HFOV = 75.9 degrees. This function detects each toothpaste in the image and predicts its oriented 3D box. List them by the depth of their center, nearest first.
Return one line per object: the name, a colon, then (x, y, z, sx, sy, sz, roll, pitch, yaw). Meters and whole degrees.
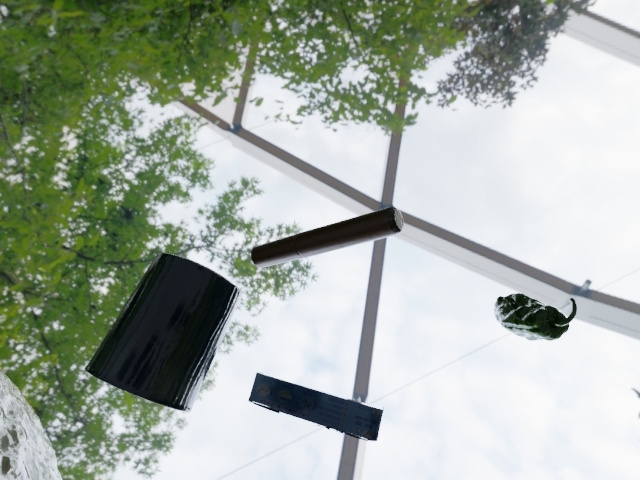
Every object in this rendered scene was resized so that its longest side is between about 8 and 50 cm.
toothpaste: (-0.010, 0.335, 0.834, 0.271, 0.053, 0.066, 11, -107, 16)

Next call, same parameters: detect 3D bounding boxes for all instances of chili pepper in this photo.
chili pepper: (0.414, 0.149, 0.827, 0.100, 0.257, 0.074, -26, -87, 1)

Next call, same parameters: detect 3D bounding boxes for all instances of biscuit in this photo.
biscuit: (-0.288, 0.166, 0.348, 0.040, 0.266, 0.188, -27, -137, -22)

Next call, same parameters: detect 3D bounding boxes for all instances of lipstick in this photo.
lipstick: (0.000, 0.000, 0.844, 0.356, 0.057, 0.057, -16, -134, 34)

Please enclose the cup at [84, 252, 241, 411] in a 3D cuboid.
cup: (-0.177, 0.093, 0.458, 0.149, 0.113, 0.138, 11, -115, 29)
